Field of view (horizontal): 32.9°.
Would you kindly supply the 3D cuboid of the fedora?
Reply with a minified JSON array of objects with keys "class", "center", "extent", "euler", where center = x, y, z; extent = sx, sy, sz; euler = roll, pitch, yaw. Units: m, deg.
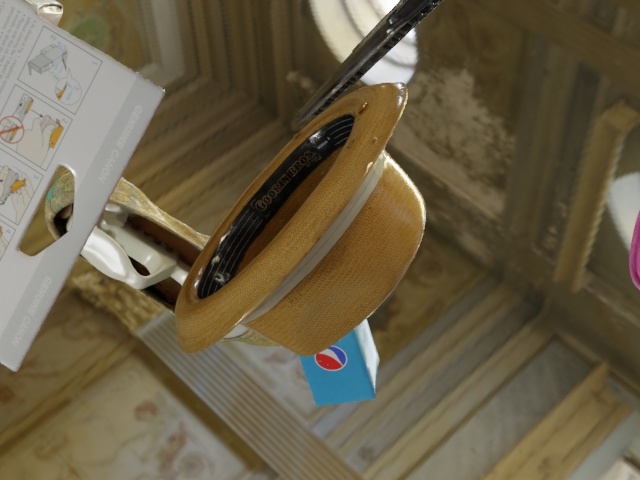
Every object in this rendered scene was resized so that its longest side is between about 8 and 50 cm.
[{"class":"fedora","center":[0.000,0.000,0.614],"extent":[0.194,0.079,0.194],"euler":[-44,16,17]}]

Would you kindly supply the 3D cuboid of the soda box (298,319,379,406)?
[{"class":"soda box","center":[0.004,0.077,1.167],"extent":[0.067,0.071,0.210],"euler":[-78,-25,-56]}]

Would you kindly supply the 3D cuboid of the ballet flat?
[{"class":"ballet flat","center":[-0.170,0.038,1.262],"extent":[0.123,0.349,0.123],"euler":[-54,7,10]}]

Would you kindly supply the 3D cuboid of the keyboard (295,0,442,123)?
[{"class":"keyboard","center":[0.079,-0.209,1.013],"extent":[0.201,0.033,0.317],"euler":[-50,7,-16]}]

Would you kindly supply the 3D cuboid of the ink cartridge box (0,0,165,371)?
[{"class":"ink cartridge box","center":[-0.277,-0.070,0.866],"extent":[0.275,0.239,0.060],"euler":[-59,0,16]}]

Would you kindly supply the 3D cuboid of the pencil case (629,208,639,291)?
[{"class":"pencil case","center":[0.268,0.038,0.624],"extent":[0.209,0.095,0.098],"euler":[29,-86,-23]}]
